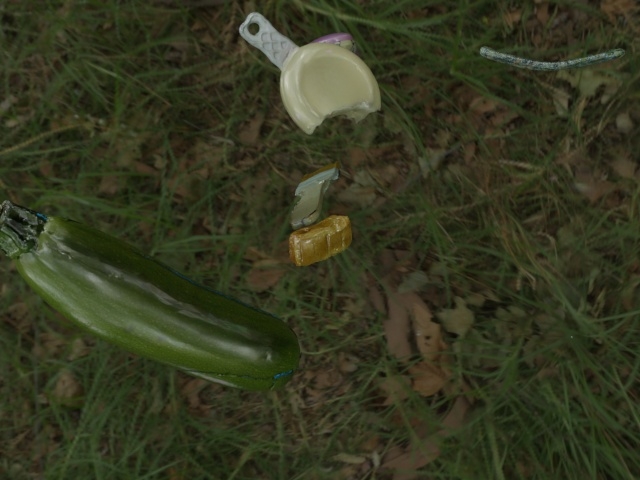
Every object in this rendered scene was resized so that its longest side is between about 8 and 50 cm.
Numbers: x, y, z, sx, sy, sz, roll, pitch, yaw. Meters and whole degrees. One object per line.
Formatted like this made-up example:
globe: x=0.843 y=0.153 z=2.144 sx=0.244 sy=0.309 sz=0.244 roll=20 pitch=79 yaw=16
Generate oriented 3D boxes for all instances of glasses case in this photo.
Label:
glasses case: x=0.025 y=-0.361 z=1.637 sx=0.123 sy=0.316 sz=0.076 roll=-22 pitch=88 yaw=7

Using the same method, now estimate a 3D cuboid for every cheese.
cheese: x=-0.011 y=-0.292 z=1.327 sx=0.163 sy=0.071 sz=0.249 roll=-36 pitch=100 yaw=-19

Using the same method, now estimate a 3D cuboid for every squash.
squash: x=-0.150 y=0.054 z=0.685 sx=0.087 sy=0.331 sz=0.087 roll=-39 pitch=33 yaw=32

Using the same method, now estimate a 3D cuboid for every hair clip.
hair clip: x=0.354 y=-0.277 z=1.215 sx=0.229 sy=0.066 sz=0.036 roll=-1 pitch=103 yaw=-6

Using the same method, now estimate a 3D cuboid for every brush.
brush: x=-0.010 y=-0.071 z=1.228 sx=0.085 sy=0.336 sz=0.020 roll=-23 pitch=103 yaw=12

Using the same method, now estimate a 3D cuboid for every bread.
bread: x=0.000 y=0.000 z=1.514 sx=0.053 sy=0.132 sz=0.074 roll=35 pitch=136 yaw=44
